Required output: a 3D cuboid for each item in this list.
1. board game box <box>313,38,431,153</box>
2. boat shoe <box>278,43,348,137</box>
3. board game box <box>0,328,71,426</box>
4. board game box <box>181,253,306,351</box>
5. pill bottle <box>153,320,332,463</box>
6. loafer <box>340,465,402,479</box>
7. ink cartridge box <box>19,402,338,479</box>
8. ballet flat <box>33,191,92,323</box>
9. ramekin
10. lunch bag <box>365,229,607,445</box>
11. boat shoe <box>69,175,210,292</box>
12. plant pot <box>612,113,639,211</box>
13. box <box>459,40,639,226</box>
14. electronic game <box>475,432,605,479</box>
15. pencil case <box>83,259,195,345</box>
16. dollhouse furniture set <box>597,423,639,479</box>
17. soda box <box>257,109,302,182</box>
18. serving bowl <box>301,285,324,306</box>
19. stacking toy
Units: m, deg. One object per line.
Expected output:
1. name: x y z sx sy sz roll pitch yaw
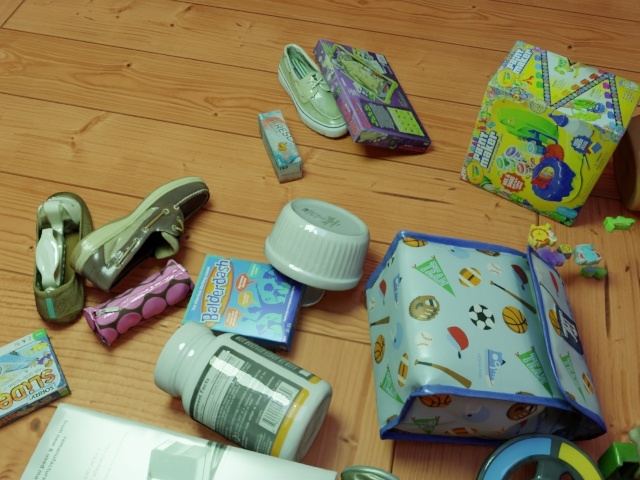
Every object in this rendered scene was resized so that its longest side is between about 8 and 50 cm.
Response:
1. board game box: 0.124 -0.362 1.576 0.208 0.056 0.347 8 47 -33
2. boat shoe: -0.025 -0.380 1.600 0.109 0.094 0.302 -25 58 -20
3. board game box: -0.571 0.261 1.137 0.201 0.035 0.136 -26 59 -20
4. board game box: -0.144 0.119 1.235 0.210 0.047 0.160 8 59 10
5. pill bottle: -0.133 0.256 1.082 0.278 0.162 0.162 25 56 16
6. loafer: 0.131 0.446 0.992 0.251 0.094 0.087 29 53 17
7. ink cartridge box: -0.185 0.400 0.895 0.394 0.286 0.166 12 53 6
8. ballet flat: -0.531 0.001 1.277 0.116 0.124 0.343 -6 54 -6
9. ramekin: 0.000 0.000 1.251 0.207 0.109 0.207 17 22 -7
10. lunch bag: 0.301 0.177 1.124 0.385 0.239 0.328 10 52 -14
11. boat shoe: -0.333 -0.011 1.287 0.123 0.123 0.342 38 46 12
12. plant pot: 0.773 -0.176 1.390 0.203 0.291 0.291 -8 52 12
13. box: 0.492 -0.230 1.390 0.279 0.290 0.177 27 57 17
14. electronic game: 0.352 0.424 1.005 0.229 0.048 0.230 1 77 -6
15. pencil case: -0.344 0.114 1.218 0.209 0.098 0.095 -34 61 -25
16. dollhouse furniture set: 0.549 0.372 0.936 0.151 0.302 0.198 4 51 4
17. soda box: -0.097 -0.225 1.501 0.058 0.063 0.183 -15 55 -12
18. serving bowl: -0.031 0.100 1.282 0.083 0.027 0.083 -3 58 5
19. stacking toy: 0.500 0.033 1.269 0.221 0.167 0.052 -5 49 -7
